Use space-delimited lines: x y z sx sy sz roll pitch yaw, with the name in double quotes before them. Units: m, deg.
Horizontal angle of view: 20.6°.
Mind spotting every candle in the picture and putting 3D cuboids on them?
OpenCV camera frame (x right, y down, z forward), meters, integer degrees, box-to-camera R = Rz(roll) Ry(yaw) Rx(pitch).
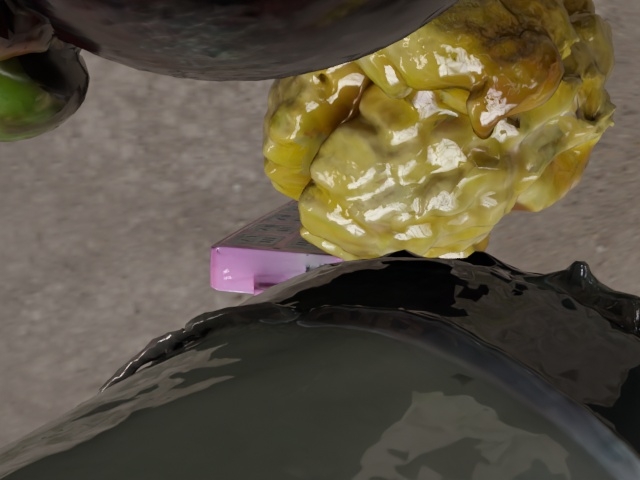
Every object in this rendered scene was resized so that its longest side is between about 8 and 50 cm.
"candle" -0.029 0.139 0.384 0.221 0.342 0.221 10 110 31

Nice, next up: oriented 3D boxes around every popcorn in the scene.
"popcorn" 0.078 -0.100 1.232 0.265 0.332 0.225 -38 87 1

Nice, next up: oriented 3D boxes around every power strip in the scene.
"power strip" 0.000 0.000 1.437 0.109 0.279 0.037 4 102 15

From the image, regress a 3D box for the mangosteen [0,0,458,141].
"mangosteen" -0.053 -0.178 0.556 0.311 0.311 0.311 2 95 22
